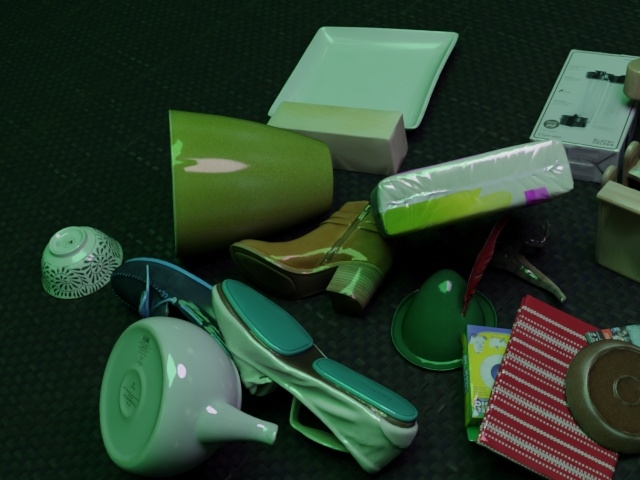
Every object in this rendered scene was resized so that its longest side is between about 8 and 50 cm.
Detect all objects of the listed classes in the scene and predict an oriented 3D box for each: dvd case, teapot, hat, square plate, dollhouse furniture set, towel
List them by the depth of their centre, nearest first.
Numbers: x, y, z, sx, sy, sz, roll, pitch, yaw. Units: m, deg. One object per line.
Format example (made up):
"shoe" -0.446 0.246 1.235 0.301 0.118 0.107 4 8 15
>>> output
"towel" 0.350 0.223 1.202 0.199 0.031 0.275 26 55 5
"dvd case" 0.465 0.169 1.236 0.119 0.013 0.087 -7 60 -15
"teapot" -0.208 0.238 1.256 0.252 0.187 0.256 -44 48 35
"hat" 0.196 0.073 1.319 0.173 0.183 0.208 13 51 23
"dollhouse furniture set" 0.567 -0.070 1.372 0.212 0.161 0.242 29 60 35
"square plate" 0.102 -0.362 1.857 0.347 0.049 0.344 8 50 22

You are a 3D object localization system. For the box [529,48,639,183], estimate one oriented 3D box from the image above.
"box" 0.528 -0.245 1.602 0.169 0.087 0.290 12 52 25

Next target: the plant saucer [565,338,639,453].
"plant saucer" 0.434 0.217 1.177 0.168 0.029 0.168 3 64 -7

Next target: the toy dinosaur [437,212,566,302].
"toy dinosaur" 0.332 0.011 1.434 0.268 0.064 0.118 29 67 33

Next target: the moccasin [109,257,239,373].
"moccasin" -0.246 0.125 1.420 0.342 0.137 0.117 17 46 30

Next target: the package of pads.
"package of pads" 0.232 -0.080 1.350 0.297 0.229 0.101 -13 89 0

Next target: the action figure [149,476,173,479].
"action figure" -0.242 0.372 1.265 0.038 0.030 0.115 6 51 14

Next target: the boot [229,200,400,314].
"boot" 0.000 0.000 1.494 0.283 0.109 0.220 13 53 23

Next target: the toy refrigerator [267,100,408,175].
"toy refrigerator" 0.036 -0.213 1.696 0.269 0.102 0.094 9 50 24

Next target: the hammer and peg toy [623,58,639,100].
"hammer and peg toy" 0.743 -0.247 1.488 0.361 0.127 0.266 -10 45 -7

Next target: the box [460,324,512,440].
"box" 0.267 0.217 1.236 0.105 0.043 0.179 6 56 -4

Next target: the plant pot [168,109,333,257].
"plant pot" -0.132 -0.111 1.562 0.294 0.274 0.274 -3 44 -10

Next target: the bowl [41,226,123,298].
"bowl" -0.482 0.025 1.624 0.170 0.080 0.170 -8 45 8

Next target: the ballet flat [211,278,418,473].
"ballet flat" -0.038 0.211 1.260 0.400 0.139 0.139 33 62 23
